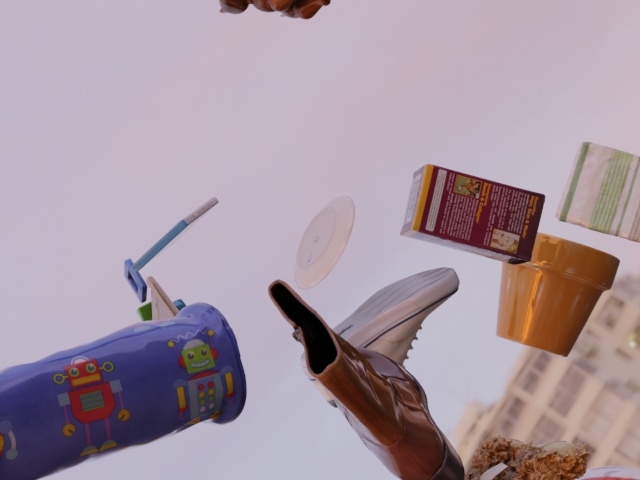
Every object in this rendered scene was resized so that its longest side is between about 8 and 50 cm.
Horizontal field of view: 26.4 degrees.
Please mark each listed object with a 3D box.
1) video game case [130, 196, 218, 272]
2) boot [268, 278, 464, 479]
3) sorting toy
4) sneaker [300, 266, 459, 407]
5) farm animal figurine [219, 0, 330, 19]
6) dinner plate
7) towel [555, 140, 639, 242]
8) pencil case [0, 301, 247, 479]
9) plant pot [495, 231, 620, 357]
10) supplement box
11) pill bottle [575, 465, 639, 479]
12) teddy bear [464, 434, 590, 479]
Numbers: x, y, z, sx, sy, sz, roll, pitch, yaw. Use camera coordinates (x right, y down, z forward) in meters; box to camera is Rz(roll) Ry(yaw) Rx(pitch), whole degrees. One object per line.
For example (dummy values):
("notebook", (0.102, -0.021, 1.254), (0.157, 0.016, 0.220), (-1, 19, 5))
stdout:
("video game case", (-0.229, -0.011, 2.158), (0.119, 0.015, 0.166), (-41, 3, 20))
("boot", (0.018, 0.140, 1.484), (0.096, 0.264, 0.280), (-38, -52, 7))
("sorting toy", (-0.221, 0.169, 2.260), (0.047, 0.347, 0.196), (-27, -35, -21))
("sneaker", (0.089, 0.129, 1.850), (0.258, 0.094, 0.091), (-33, -70, -18))
("farm animal figurine", (-0.093, -0.420, 1.685), (0.172, 0.330, 0.327), (-18, 11, 39))
("dinner plate", (0.000, 0.000, 1.845), (0.017, 0.141, 0.141), (26, -81, -22))
("towel", (0.385, -0.055, 1.717), (0.023, 0.152, 0.113), (55, -125, -69))
("pencil case", (-0.221, 0.148, 1.220), (0.306, 0.119, 0.133), (-15, -9, -27))
("plant pot", (0.389, 0.094, 2.342), (0.205, 0.205, 0.188), (20, -94, -65))
("supplement box", (0.225, -0.037, 2.022), (0.081, 0.188, 0.104), (149, 135, -78))
("pill bottle", (0.419, 0.522, 1.925), (0.210, 0.210, 0.363), (80, -155, -57))
("teddy bear", (0.187, 0.348, 1.633), (0.338, 0.245, 0.113), (-42, -69, -46))
